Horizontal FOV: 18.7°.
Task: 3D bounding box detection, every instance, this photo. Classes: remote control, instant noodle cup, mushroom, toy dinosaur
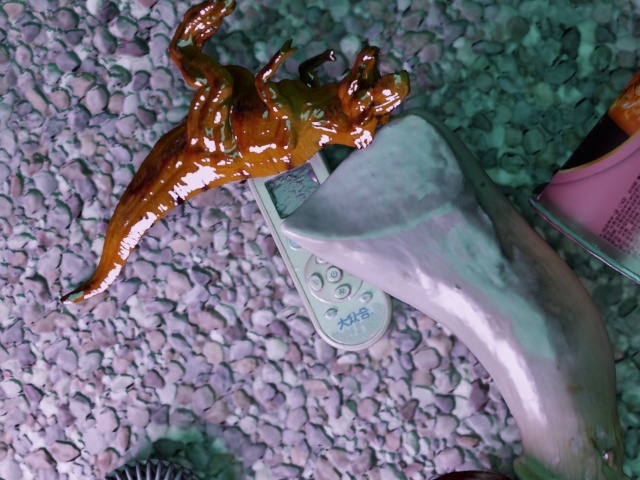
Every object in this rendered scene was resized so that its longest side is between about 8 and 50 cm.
[{"bbox_3d":[0.000,0.000,1.842,0.078,0.042,0.221,-25,86,6],"label":"remote control"},{"bbox_3d":[0.344,-0.078,1.696,0.244,0.244,0.255,31,100,6],"label":"instant noodle cup"},{"bbox_3d":[0.159,0.070,1.779,0.177,0.126,0.397,-44,90,-6],"label":"mushroom"},{"bbox_3d":[-0.100,-0.113,1.812,0.432,0.097,0.208,-27,75,33],"label":"toy dinosaur"}]

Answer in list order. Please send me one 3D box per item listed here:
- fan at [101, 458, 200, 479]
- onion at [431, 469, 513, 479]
[{"bbox_3d":[-0.121,0.313,1.842,0.130,0.074,0.244,-44,90,-7],"label":"fan"},{"bbox_3d":[0.127,0.296,1.794,0.198,0.135,0.173,-8,92,37],"label":"onion"}]
